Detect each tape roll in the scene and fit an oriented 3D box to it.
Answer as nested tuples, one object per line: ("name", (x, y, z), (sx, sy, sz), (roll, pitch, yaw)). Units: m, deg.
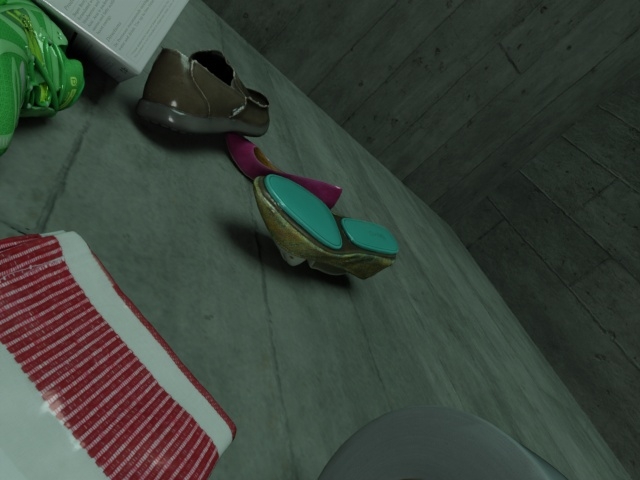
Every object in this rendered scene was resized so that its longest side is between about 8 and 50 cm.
("tape roll", (0.078, 0.229, 0.304), (0.072, 0.219, 0.219), (38, 21, -30))

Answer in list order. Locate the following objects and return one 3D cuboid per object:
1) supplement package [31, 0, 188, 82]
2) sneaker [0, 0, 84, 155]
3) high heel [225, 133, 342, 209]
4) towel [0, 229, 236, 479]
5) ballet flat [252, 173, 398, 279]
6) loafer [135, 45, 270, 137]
("supplement package", (-0.333, -0.373, 0.592), (0.293, 0.177, 0.175), (35, -6, -33))
("sneaker", (-0.299, -0.175, 0.458), (0.124, 0.109, 0.295), (25, 28, -40))
("high heel", (-0.072, -0.139, 0.863), (0.244, 0.117, 0.082), (51, 19, 10))
("towel", (-0.190, 0.108, 0.248), (0.237, 0.037, 0.329), (49, 19, 3))
("ballet flat", (0.000, 0.000, 0.754), (0.349, 0.123, 0.123), (19, 33, -48))
("loafer", (-0.170, -0.260, 0.810), (0.134, 0.130, 0.366), (20, 19, 6))
